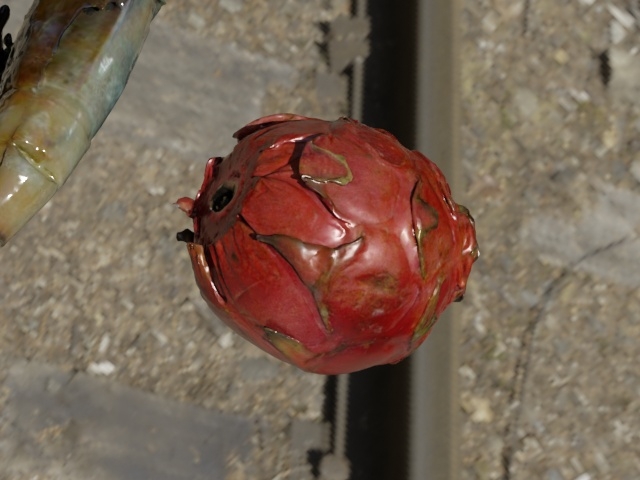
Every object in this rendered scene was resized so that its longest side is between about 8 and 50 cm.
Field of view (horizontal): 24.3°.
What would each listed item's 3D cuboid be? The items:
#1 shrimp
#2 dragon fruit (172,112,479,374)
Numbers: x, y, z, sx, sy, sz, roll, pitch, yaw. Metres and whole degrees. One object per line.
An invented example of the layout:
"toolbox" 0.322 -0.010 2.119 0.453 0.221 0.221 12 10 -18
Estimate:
"shrimp" -0.166 -0.090 0.864 0.075 0.178 0.289 33 67 -32
"dragon fruit" 0.009 0.004 1.295 0.252 0.241 0.241 14 50 -55
